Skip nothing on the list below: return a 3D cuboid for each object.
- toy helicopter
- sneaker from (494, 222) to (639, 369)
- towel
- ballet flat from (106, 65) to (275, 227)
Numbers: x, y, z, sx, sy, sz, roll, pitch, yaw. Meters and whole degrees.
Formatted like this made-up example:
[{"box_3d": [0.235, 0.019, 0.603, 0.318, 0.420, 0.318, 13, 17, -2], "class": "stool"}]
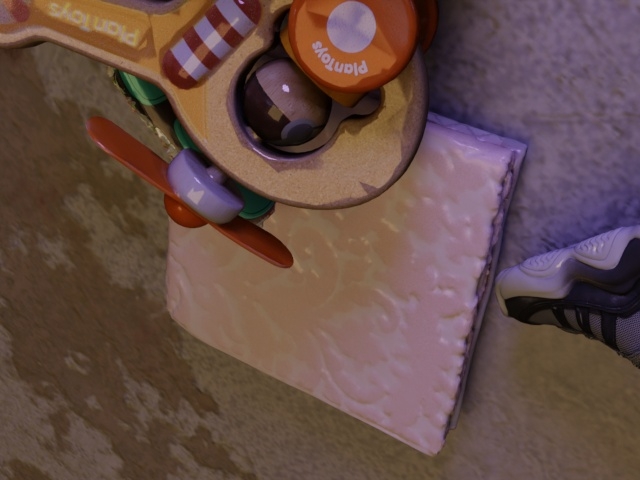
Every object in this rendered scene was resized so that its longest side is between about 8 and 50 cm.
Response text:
[{"box_3d": [-0.099, -0.119, 0.770, 0.354, 0.140, 0.235, 19, 109, 6], "class": "toy helicopter"}, {"box_3d": [0.220, 0.067, 0.740, 0.268, 0.101, 0.153, -28, 79, 64], "class": "sneaker"}, {"box_3d": [0.000, 0.000, 0.940, 0.316, 0.053, 0.332, 24, 130, 20], "class": "towel"}, {"box_3d": [-0.116, -0.110, 0.860, 0.241, 0.091, 0.077, 63, 157, -11], "class": "ballet flat"}]
